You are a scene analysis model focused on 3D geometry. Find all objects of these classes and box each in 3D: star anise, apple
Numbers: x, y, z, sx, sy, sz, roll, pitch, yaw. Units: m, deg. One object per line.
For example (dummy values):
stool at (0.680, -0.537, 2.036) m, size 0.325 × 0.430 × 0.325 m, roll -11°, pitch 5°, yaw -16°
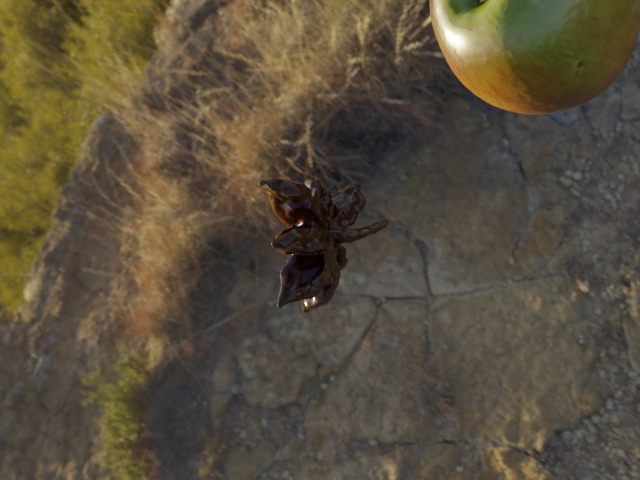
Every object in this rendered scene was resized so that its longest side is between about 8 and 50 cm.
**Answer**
star anise at (-0.006, -0.003, 1.215) m, size 0.111 × 0.196 × 0.212 m, roll 9°, pitch 74°, yaw 47°
apple at (0.197, -0.219, 0.861) m, size 0.196 × 0.196 × 0.195 m, roll -21°, pitch 54°, yaw 31°
